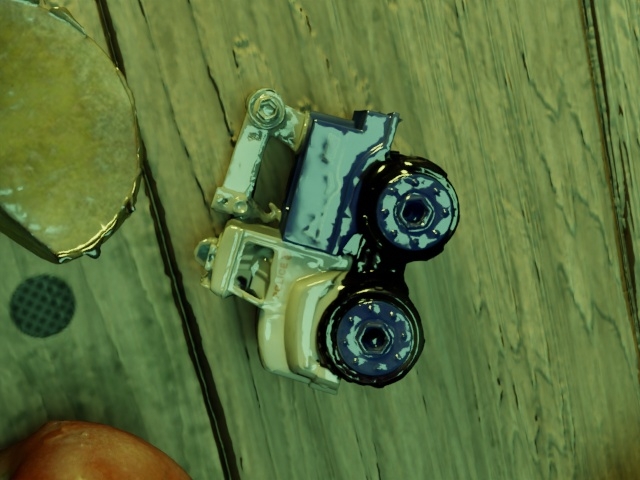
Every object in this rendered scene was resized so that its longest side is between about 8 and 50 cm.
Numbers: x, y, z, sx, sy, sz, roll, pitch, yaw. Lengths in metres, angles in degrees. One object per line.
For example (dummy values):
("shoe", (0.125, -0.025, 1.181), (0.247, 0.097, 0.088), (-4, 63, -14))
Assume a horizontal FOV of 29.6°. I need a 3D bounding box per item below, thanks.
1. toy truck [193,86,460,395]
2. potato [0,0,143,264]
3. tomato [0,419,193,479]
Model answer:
("toy truck", (0.000, 0.000, 0.901), (0.177, 0.161, 0.213), (16, 94, -5))
("potato", (-0.219, -0.094, 0.807), (0.243, 0.098, 0.138), (40, 72, -8))
("tomato", (-0.169, 0.231, 0.827), (0.208, 0.208, 0.184), (-41, 105, -12))
